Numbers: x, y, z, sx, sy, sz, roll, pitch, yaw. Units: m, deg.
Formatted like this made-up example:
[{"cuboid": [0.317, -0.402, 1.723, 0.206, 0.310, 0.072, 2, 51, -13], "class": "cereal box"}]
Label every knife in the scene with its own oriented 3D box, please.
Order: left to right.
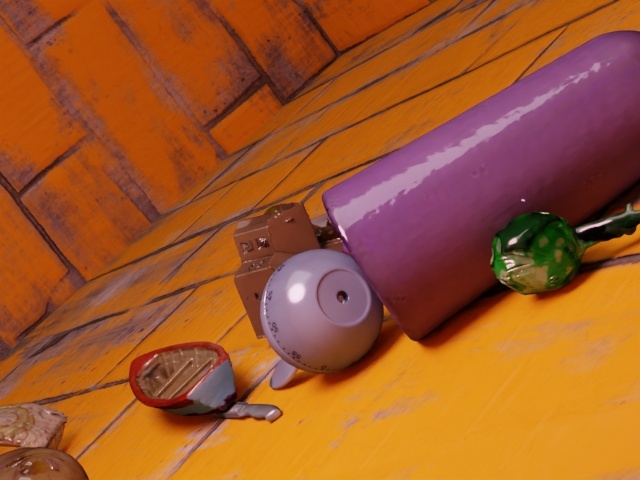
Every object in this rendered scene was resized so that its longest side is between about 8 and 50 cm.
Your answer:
[{"cuboid": [-0.102, 0.232, 1.717, 0.028, 0.015, 0.210, -49, 15, -22], "class": "knife"}]

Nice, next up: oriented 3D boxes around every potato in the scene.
[{"cuboid": [-0.406, 0.364, 1.777, 0.165, 0.165, 0.262, -40, 16, -13], "class": "potato"}]

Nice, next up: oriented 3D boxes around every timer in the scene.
[{"cuboid": [0.003, 0.108, 1.648, 0.175, 0.175, 0.255, -40, -17, -13], "class": "timer"}]

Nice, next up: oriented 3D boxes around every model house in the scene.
[{"cuboid": [0.006, 0.019, 1.923, 0.248, 0.176, 0.181, -15, 20, 20], "class": "model house"}]

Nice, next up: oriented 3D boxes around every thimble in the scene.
[{"cuboid": [-0.533, 0.363, 2.179, 0.190, 0.137, 0.143, -20, 13, 10], "class": "thimble"}]

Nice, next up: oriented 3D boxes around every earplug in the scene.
[{"cuboid": [0.239, -0.085, 1.504, 0.456, 0.215, 0.215, -33, 13, 4], "class": "earplug"}]

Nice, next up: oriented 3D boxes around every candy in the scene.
[{"cuboid": [0.331, -0.023, 1.335, 0.323, 0.097, 0.097, -22, 18, 25], "class": "candy"}]

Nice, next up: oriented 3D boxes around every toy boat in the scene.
[{"cuboid": [-0.215, 0.214, 1.926, 0.136, 0.079, 0.392, -44, 12, -18], "class": "toy boat"}]

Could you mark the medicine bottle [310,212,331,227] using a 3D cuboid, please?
[{"cuboid": [0.000, 0.000, 2.153, 0.119, 0.069, 0.183, -44, 15, -24], "class": "medicine bottle"}]

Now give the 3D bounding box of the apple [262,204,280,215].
[{"cuboid": [-0.077, -0.025, 2.455, 0.089, 0.074, 0.089, -39, 30, 28], "class": "apple"}]
